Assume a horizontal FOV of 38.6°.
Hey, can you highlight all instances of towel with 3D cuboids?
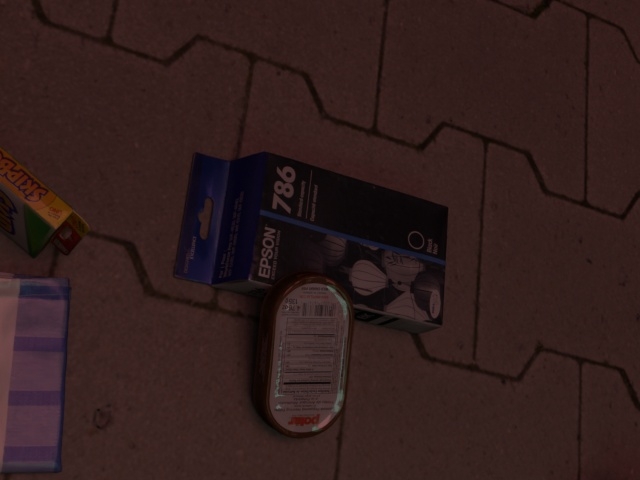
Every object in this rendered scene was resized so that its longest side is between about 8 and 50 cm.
[{"bbox_3d":[-0.386,0.120,0.879,0.285,0.034,0.209,8,72,-26],"label":"towel"}]

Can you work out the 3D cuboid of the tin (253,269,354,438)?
[{"bbox_3d":[-0.018,0.129,1.029,0.106,0.040,0.189,3,95,-19],"label":"tin"}]

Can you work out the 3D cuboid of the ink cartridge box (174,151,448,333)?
[{"bbox_3d":[0.000,0.000,1.101,0.333,0.065,0.165,13,70,-23],"label":"ink cartridge box"}]

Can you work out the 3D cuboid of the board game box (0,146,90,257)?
[{"bbox_3d":[-0.347,-0.075,0.905,0.259,0.124,0.039,40,62,-11],"label":"board game box"}]
